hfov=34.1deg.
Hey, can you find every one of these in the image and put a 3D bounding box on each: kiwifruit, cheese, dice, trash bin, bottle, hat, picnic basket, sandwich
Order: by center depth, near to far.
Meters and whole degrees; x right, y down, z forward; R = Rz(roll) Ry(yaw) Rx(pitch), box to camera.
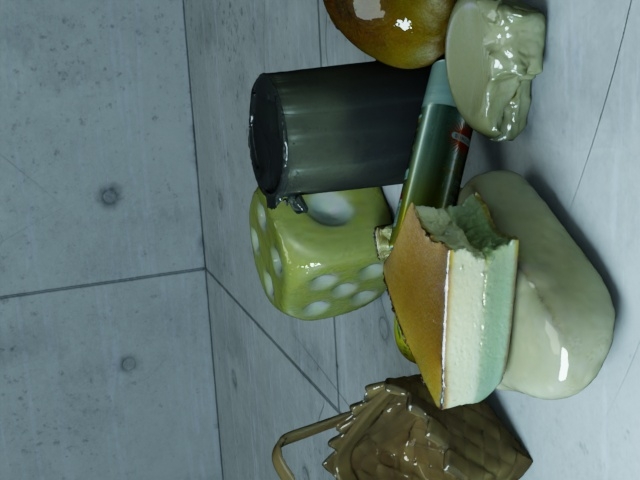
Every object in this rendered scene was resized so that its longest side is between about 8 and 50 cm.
[{"bbox_3d":[0.172,0.067,1.280,0.186,0.108,0.220,110,147,-51],"label":"sandwich"},{"bbox_3d":[0.261,0.127,1.392,0.328,0.130,0.351,-118,29,-51],"label":"cheese"},{"bbox_3d":[0.234,-0.234,1.398,0.175,0.091,0.202,-137,41,-62],"label":"cheese"},{"bbox_3d":[0.168,-0.117,1.497,0.082,0.082,0.286,159,126,-72],"label":"bottle"},{"bbox_3d":[0.114,-0.358,1.540,0.234,0.196,0.196,47,147,24],"label":"kiwifruit"},{"bbox_3d":[0.111,0.356,1.565,0.254,0.321,0.291,56,140,27],"label":"picnic basket"},{"bbox_3d":[0.053,-0.179,1.630,0.203,0.302,0.252,170,91,-72],"label":"trash bin"},{"bbox_3d":[0.138,0.006,1.848,0.076,0.059,0.077,12,115,54],"label":"hat"},{"bbox_3d":[0.000,0.000,1.999,0.233,0.227,0.238,105,150,-54],"label":"dice"}]

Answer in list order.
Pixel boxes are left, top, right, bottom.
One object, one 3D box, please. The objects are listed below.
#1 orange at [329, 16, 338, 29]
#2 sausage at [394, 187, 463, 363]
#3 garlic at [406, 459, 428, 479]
[{"bbox_3d":[0.057,-0.413,1.882,0.083,0.084,0.083,172,90,-72],"label":"orange"},{"bbox_3d":[0.182,0.063,1.625,0.123,0.123,0.347,-125,32,-55],"label":"sausage"},{"bbox_3d":[0.122,0.429,1.809,0.199,0.226,0.199,173,90,-67],"label":"garlic"}]
